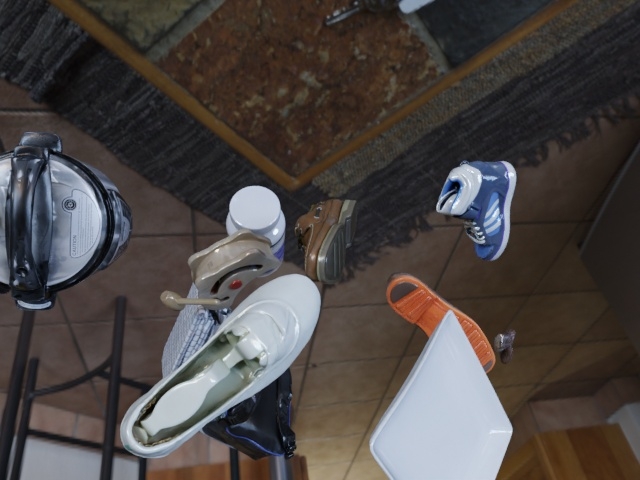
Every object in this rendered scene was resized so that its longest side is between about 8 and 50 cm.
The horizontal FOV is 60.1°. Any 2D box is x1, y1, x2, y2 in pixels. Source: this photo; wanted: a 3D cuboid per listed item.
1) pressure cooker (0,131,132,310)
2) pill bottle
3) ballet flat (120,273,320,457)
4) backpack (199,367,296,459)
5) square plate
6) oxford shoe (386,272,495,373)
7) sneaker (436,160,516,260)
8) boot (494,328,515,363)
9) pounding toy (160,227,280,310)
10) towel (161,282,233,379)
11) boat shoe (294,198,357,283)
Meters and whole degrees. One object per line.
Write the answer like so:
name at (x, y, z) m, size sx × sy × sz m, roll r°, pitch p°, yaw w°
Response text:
pressure cooker at (-0.706, -0.043, 1.420) m, size 0.375 × 0.420 × 0.370 m, roll -41°, pitch 99°, yaw -8°
pill bottle at (-0.170, -0.021, 1.460) m, size 0.153 × 0.153 × 0.264 m, roll -5°, pitch 152°, yaw -7°
ballet flat at (-0.146, 0.201, 0.888) m, size 0.400 × 0.139 × 0.139 m, roll -40°, pitch 141°, yaw -14°
backpack at (-0.194, 0.438, 1.513) m, size 0.213 × 0.263 × 0.276 m, roll -15°, pitch 135°, yaw 34°
square plate at (0.236, 0.371, 1.052) m, size 0.049 × 0.347 × 0.344 m, roll -10°, pitch 118°, yaw 44°
oxford shoe at (0.322, 0.211, 1.473) m, size 0.130 × 0.133 × 0.363 m, roll -43°, pitch 97°, yaw 11°
sneaker at (0.421, -0.072, 1.588) m, size 0.236 × 0.130 × 0.322 m, roll -10°, pitch 121°, yaw -21°
boot at (0.497, 0.298, 1.512) m, size 0.037 × 0.106 × 0.114 m, roll 12°, pitch -171°, yaw 32°
pounding toy at (-0.215, 0.107, 1.278) m, size 0.270 × 0.155 × 0.154 m, roll -29°, pitch 145°, yaw 1°
towel at (-0.322, 0.264, 1.466) m, size 0.121 × 0.235 × 0.283 m, roll 21°, pitch 102°, yaw -21°
boat shoe at (0.000, 0.000, 1.107) m, size 0.104 × 0.307 × 0.110 m, roll 6°, pitch 111°, yaw 11°
